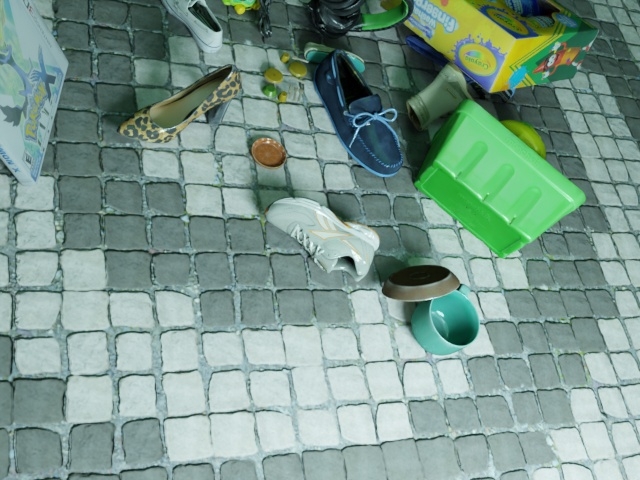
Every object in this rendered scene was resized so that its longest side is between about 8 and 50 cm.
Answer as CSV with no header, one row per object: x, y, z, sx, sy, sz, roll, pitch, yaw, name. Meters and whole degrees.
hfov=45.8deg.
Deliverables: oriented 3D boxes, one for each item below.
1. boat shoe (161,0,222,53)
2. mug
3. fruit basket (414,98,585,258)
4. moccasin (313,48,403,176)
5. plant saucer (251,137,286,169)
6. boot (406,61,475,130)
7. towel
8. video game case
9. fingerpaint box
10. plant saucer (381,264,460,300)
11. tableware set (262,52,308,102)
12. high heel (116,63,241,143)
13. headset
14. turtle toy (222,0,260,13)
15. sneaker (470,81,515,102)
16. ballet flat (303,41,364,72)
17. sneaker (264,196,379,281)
-0.301,-0.555,1.813,0.083,0.076,0.226,-34,79,-36,boat shoe
0.269,0.176,1.621,0.157,0.097,0.130,-16,75,-35,mug
0.456,-0.188,1.850,0.391,0.283,0.392,3,73,-11,fruit basket
0.089,-0.310,1.822,0.137,0.117,0.342,-26,75,-35,moccasin
-0.118,-0.196,1.721,0.083,0.013,0.084,12,56,-18,plant saucer
0.314,-0.336,1.959,0.165,0.213,0.077,-41,49,-2,boot
0.419,-0.521,2.102,0.336,0.040,0.243,-20,50,-40,towel
-0.576,-0.320,1.419,0.036,0.300,0.329,-3,58,8,video game case
0.447,-0.600,2.028,0.371,0.163,0.445,-16,51,-36,fingerpaint box
0.212,0.086,1.620,0.168,0.168,0.029,-21,110,-33,plant saucer
-0.088,-0.398,1.855,0.104,0.024,0.154,16,57,-12,tableware set
-0.295,-0.296,1.590,0.261,0.186,0.093,-19,70,-33,high heel
0.040,-0.584,1.915,0.393,0.243,0.185,3,79,-7,headset
-0.208,-0.626,1.906,0.130,0.066,0.095,-27,75,-35,turtle toy
0.441,-0.432,2.091,0.188,0.078,0.067,23,30,6,sneaker
0.038,-0.474,1.939,0.168,0.057,0.052,11,47,-19,ballet flat
0.000,0.000,1.610,0.262,0.099,0.121,21,59,-11,sneaker
